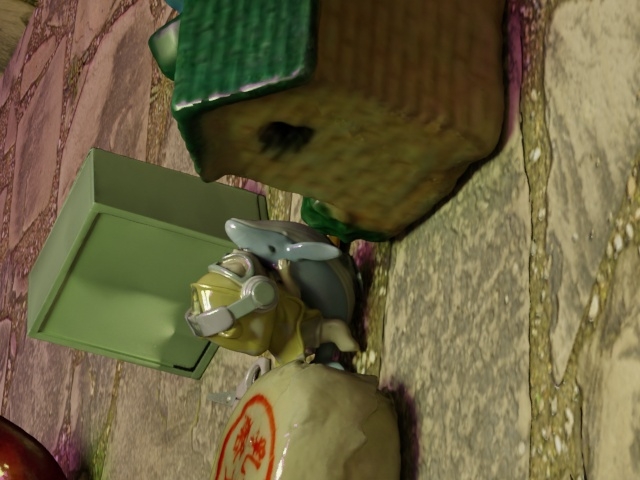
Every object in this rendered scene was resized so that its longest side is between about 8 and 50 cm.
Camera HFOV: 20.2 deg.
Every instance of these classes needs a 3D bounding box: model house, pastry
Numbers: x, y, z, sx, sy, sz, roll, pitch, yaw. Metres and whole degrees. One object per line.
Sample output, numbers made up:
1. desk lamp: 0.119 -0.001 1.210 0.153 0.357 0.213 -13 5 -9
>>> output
1. model house: -0.025 -0.231 1.736 0.334 0.342 0.382 -44 36 49
2. pastry: -0.022 0.238 1.692 0.265 0.133 0.265 -165 90 -73

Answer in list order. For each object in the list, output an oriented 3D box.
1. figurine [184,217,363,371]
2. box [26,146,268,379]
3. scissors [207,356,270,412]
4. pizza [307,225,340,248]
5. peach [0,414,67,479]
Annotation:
1. figurine: -0.039 0.068 1.804 0.208 0.184 0.128 63 159 -8
2. box: -0.208 0.026 2.154 0.225 0.225 0.117 -58 26 34
3. scissors: -0.098 0.183 2.069 0.189 0.015 0.100 170 115 -69
4. pizza: 0.000 0.000 1.938 0.108 0.026 0.123 141 137 -60
5. peach: -0.527 0.436 2.497 0.416 0.339 0.353 126 152 -51
